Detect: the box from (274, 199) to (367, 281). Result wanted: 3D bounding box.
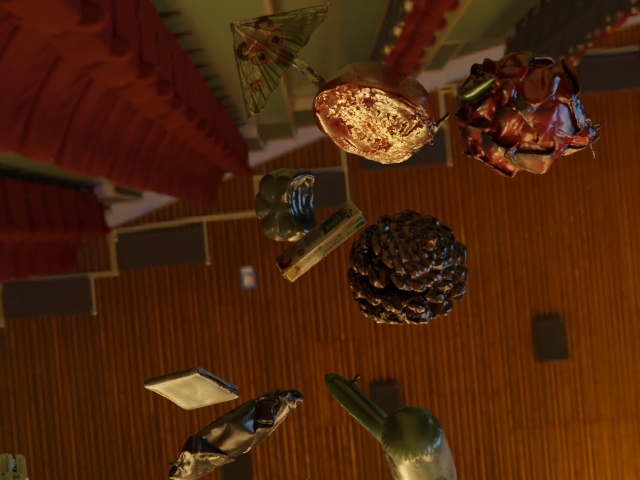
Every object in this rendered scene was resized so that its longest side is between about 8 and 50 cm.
[{"bbox_3d":[0.000,0.000,1.705,0.207,0.050,0.041,-39,137,-1],"label":"box"}]

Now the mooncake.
[{"bbox_3d":[-0.069,-0.079,1.876,0.168,0.175,0.104,-40,168,30],"label":"mooncake"}]

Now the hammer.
[{"bbox_3d":[0.119,0.350,1.589,0.119,0.206,0.335,-34,-138,-18],"label":"hammer"}]

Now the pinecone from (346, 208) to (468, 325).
[{"bbox_3d":[0.169,0.056,1.644,0.244,0.243,0.257,-5,172,-9],"label":"pinecone"}]

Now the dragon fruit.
[{"bbox_3d":[0.373,-0.208,1.470,0.293,0.233,0.234,25,174,-9],"label":"dragon fruit"}]

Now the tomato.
[{"bbox_3d":[0.129,-0.317,1.879,0.309,0.170,0.309,13,153,7],"label":"tomato"}]

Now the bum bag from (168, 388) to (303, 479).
[{"bbox_3d":[-0.171,0.404,1.730,0.326,0.079,0.142,-30,148,-23],"label":"bum bag"}]

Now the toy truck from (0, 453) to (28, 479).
[{"bbox_3d":[-0.735,0.576,1.934,0.100,0.169,0.077,-6,142,-14],"label":"toy truck"}]

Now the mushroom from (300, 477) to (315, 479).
[{"bbox_3d":[-0.063,0.597,1.888,0.081,0.092,0.223,-40,-176,-37],"label":"mushroom"}]

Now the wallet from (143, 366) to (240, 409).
[{"bbox_3d":[-0.327,0.381,2.131,0.167,0.036,0.222,-16,148,20],"label":"wallet"}]

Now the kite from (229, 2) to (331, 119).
[{"bbox_3d":[-0.100,-0.423,1.873,0.268,0.323,0.013,33,180,13],"label":"kite"}]
